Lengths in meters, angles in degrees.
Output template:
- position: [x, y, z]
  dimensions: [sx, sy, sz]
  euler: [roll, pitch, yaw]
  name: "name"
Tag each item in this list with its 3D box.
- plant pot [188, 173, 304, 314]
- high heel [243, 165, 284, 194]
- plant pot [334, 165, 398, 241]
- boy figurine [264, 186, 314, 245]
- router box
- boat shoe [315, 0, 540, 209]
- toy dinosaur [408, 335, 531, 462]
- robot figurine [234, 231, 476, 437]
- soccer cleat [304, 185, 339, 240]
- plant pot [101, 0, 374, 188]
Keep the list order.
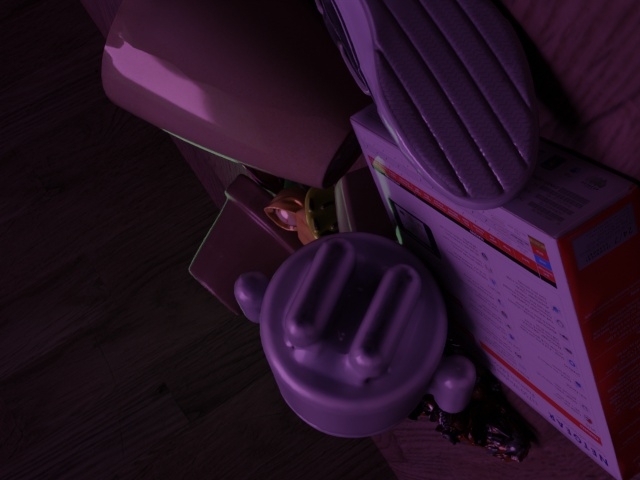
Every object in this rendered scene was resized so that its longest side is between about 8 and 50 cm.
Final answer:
- position: [-0.147, 0.028, 1.748]
  dimensions: [0.263, 0.229, 0.263]
  euler: [41, 173, 6]
  name: "plant pot"
- position: [-0.148, -0.185, 1.628]
  dimensions: [0.244, 0.082, 0.117]
  euler: [56, -176, -48]
  name: "high heel"
- position: [0.073, -0.045, 1.076]
  dimensions: [0.109, 0.109, 0.096]
  euler: [127, 124, -79]
  name: "plant pot"
- position: [0.000, 0.000, 1.541]
  dimensions: [0.285, 0.092, 0.177]
  euler: [49, 168, 24]
  name: "boy figurine"
- position: [0.183, 0.027, 0.818]
  dimensions: [0.335, 0.082, 0.301]
  euler: [42, 162, 54]
  name: "router box"
- position: [0.080, -0.169, 0.703]
  dimensions: [0.119, 0.121, 0.335]
  euler: [67, 179, -73]
  name: "boat shoe"
- position: [0.159, 0.223, 1.247]
  dimensions: [0.322, 0.164, 0.218]
  euler: [10, 158, 24]
  name: "toy dinosaur"
- position: [0.039, 0.118, 0.966]
  dimensions: [0.300, 0.200, 0.353]
  euler: [27, 162, 11]
  name: "robot figurine"
- position: [0.060, 0.038, 1.363]
  dimensions: [0.289, 0.093, 0.121]
  euler: [55, 167, 9]
  name: "soccer cleat"
- position: [-0.067, -0.190, 0.988]
  dimensions: [0.274, 0.256, 0.256]
  euler: [37, 165, 10]
  name: "plant pot"
